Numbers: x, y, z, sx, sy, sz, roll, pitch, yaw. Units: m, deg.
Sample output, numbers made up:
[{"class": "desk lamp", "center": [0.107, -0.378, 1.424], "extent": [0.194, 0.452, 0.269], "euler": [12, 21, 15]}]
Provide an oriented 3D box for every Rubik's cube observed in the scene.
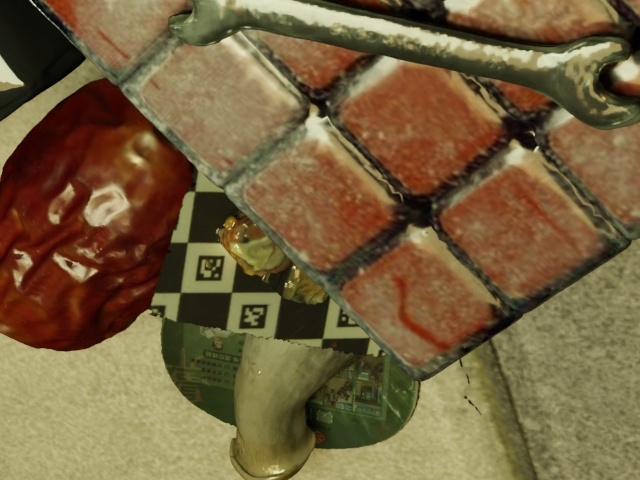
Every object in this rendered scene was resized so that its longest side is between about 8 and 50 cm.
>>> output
[{"class": "Rubik's cube", "center": [0.097, -0.189, 0.948], "extent": [0.344, 0.337, 0.344], "euler": [-35, 104, 33]}]

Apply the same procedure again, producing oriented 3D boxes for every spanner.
[{"class": "spanner", "center": [0.037, -0.101, 0.810], "extent": [0.254, 0.015, 0.054], "euler": [14, 122, 10]}]

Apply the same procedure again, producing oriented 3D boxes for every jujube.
[{"class": "jujube", "center": [-0.175, -0.018, 1.249], "extent": [0.174, 0.174, 0.250], "euler": [46, 130, -12]}]

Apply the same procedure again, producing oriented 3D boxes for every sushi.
[{"class": "sushi", "center": [0.000, 0.000, 1.184], "extent": [0.210, 0.040, 0.192], "euler": [10, 110, -26]}]

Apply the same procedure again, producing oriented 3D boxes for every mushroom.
[{"class": "mushroom", "center": [-0.026, 0.111, 1.320], "extent": [0.081, 0.092, 0.223], "euler": [51, 133, 37]}]

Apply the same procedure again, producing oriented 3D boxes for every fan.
[{"class": "fan", "center": [-0.004, 0.071, 1.343], "extent": [0.223, 0.012, 0.294], "euler": [34, 126, -4]}]

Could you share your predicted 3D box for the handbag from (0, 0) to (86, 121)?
[{"class": "handbag", "center": [-0.359, -0.181, 1.207], "extent": [0.275, 0.178, 0.302], "euler": [-29, 108, 31]}]
